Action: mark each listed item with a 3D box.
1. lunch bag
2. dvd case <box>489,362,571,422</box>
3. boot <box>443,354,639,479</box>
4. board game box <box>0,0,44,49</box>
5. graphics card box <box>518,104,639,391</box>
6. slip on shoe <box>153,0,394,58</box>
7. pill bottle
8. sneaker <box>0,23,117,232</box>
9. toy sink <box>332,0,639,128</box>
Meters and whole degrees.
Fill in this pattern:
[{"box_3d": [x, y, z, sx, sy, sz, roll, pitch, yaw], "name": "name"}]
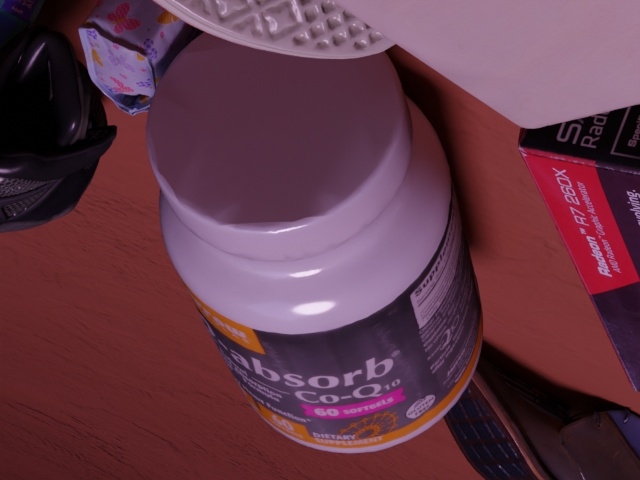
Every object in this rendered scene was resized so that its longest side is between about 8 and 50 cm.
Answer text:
[{"box_3d": [-0.087, -0.111, 0.999, 0.053, 0.071, 0.083, 26, 159, 8], "name": "lunch bag"}, {"box_3d": [0.114, 0.109, 1.401, 0.119, 0.013, 0.087, 31, 157, -20], "name": "dvd case"}, {"box_3d": [0.171, 0.141, 1.358, 0.219, 0.106, 0.082, 54, 153, -11], "name": "boot"}, {"box_3d": [-0.267, -0.164, 1.077, 0.210, 0.047, 0.160, 28, 157, -15], "name": "board game box"}, {"box_3d": [0.286, 0.018, 0.792, 0.371, 0.094, 0.233, 12, 154, 29], "name": "graphics card box"}, {"box_3d": [-0.094, -0.182, 0.818, 0.331, 0.123, 0.101, 23, -169, -17], "name": "slip on shoe"}, {"box_3d": [0.000, 0.000, 1.055, 0.162, 0.162, 0.278, 14, 157, 18], "name": "pill bottle"}, {"box_3d": [-0.154, -0.065, 1.078, 0.130, 0.227, 0.087, -32, 90, 23], "name": "sneaker"}, {"box_3d": [0.103, -0.146, 0.659, 0.152, 0.131, 0.234, 31, 162, -21], "name": "toy sink"}]
